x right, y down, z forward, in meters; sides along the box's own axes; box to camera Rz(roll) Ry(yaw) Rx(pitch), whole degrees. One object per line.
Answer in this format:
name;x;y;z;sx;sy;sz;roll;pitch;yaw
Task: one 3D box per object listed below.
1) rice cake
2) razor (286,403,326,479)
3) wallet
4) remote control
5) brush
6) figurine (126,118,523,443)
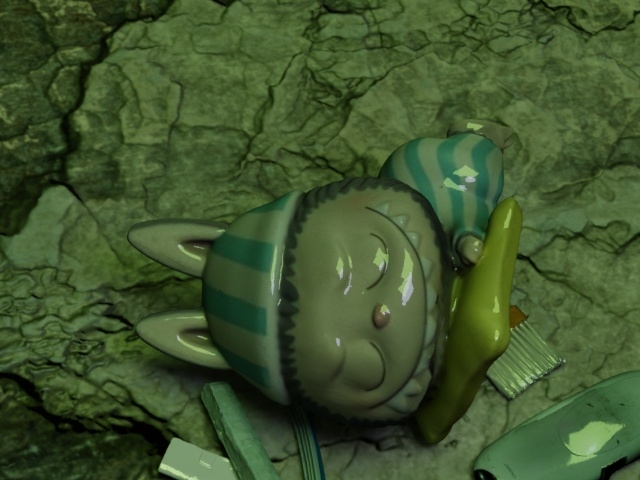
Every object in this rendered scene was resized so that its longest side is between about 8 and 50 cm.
rice cake;-0.076;0.210;1.858;0.033;0.029;0.170;-2;48;-35
razor;-0.013;0.231;1.861;0.037;0.068;0.191;30;37;-35
wallet;-0.117;0.230;1.856;0.083;0.011;0.044;22;52;2
remote control;0.273;0.205;1.926;0.256;0.045;0.097;-26;63;-23
brush;0.135;0.043;2.035;0.090;0.017;0.314;-30;64;-27
figurine;0.000;0.000;1.881;0.378;0.266;0.361;16;40;-6
